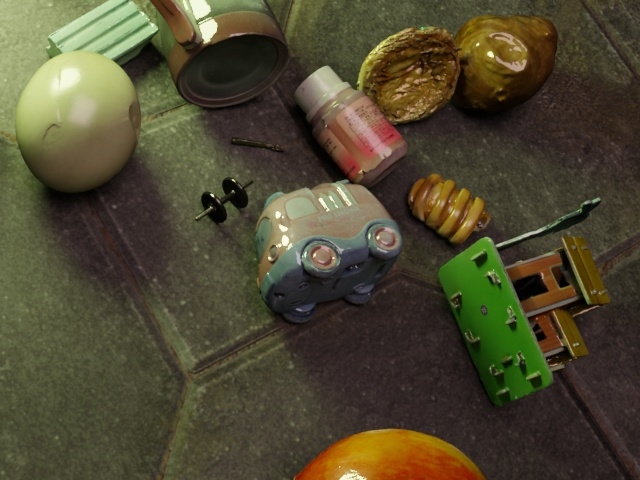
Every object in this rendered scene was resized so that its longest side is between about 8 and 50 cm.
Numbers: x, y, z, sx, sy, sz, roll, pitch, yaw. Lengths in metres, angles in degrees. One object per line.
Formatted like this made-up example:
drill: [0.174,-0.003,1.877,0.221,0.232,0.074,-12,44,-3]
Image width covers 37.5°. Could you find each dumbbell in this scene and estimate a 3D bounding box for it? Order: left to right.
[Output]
dumbbell: [-0.185,-0.078,1.817,0.147,0.069,0.069,-38,84,-30]

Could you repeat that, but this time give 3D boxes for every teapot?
teapot: [-0.242,-0.461,1.854,0.315,0.233,0.312,19,43,-57]

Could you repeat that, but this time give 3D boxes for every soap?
soap: [-0.431,-0.397,1.870,0.114,0.063,0.198,48,60,3]

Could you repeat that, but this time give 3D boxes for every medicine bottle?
medicine bottle: [0.058,-0.234,1.937,0.147,0.147,0.247,-36,83,-30]

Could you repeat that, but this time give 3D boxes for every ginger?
ginger: [0.421,-0.396,2.114,0.269,0.200,0.223,3,64,-19]

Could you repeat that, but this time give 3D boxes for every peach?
peach: [0.105,0.490,1.517,0.388,0.388,0.388,8,64,-17]

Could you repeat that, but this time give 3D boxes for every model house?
model house: [0.476,0.104,1.835,0.323,0.340,0.300,-15,74,-30]

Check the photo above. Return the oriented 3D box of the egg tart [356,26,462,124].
egg tart: [0.183,-0.359,2.034,0.252,0.232,0.098,-35,41,2]

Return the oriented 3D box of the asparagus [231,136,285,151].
asparagus: [-0.126,-0.196,1.923,0.114,0.014,0.015,7,66,-18]

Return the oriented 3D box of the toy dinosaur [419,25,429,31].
toy dinosaur: [0.235,-0.424,2.119,0.132,0.059,0.096,-14,56,21]

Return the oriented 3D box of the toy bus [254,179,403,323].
toy bus: [0.000,0.000,1.791,0.294,0.197,0.232,-16,63,-25]

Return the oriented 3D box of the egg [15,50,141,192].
egg: [-0.434,-0.215,1.697,0.219,0.219,0.269,6,66,-18]

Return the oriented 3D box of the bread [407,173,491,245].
bread: [0.268,-0.068,1.978,0.177,0.084,0.119,32,59,0]
